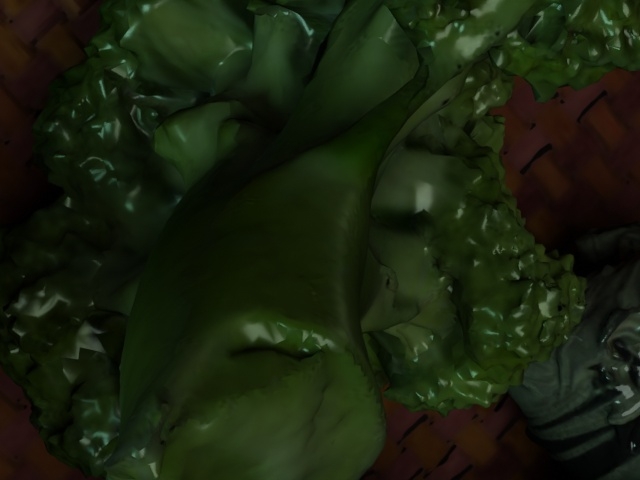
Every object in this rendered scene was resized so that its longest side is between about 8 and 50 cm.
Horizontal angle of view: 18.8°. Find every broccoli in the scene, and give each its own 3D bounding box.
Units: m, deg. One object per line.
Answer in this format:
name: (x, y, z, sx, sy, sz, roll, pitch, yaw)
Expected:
broccoli: (0.021, -0.013, 0.595, 0.186, 0.302, 0.254, 35, 84, -25)

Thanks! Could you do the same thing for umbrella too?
umbrella: (0.180, 0.149, 0.784, 0.113, 0.106, 0.358, -19, 116, 27)
